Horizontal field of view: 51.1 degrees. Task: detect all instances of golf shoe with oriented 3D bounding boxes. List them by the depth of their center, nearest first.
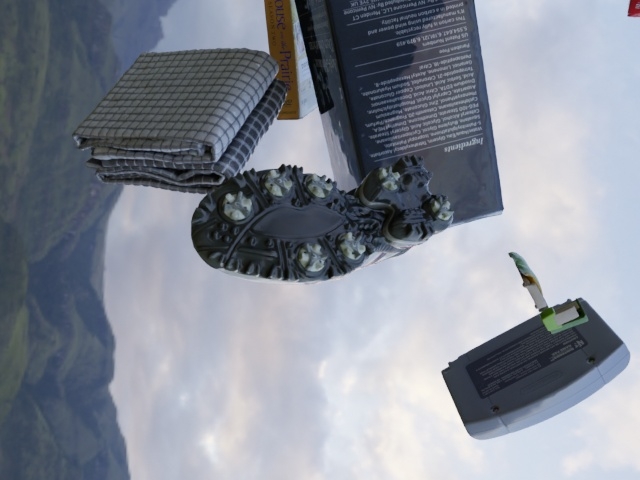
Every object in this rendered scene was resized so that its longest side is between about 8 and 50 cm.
[{"bbox_3d":[0.000,0.000,0.598,0.120,0.272,0.105,-42,-115,45],"label":"golf shoe"}]

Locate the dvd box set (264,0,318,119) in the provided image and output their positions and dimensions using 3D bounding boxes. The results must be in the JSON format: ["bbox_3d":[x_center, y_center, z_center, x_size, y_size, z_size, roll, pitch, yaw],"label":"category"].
[{"bbox_3d":[-0.041,-0.490,1.397,0.308,0.062,0.421,-56,145,-62],"label":"dvd box set"}]

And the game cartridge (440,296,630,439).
[{"bbox_3d":[0.364,0.222,1.155,0.294,0.060,0.196,-30,-160,8],"label":"game cartridge"}]

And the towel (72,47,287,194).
[{"bbox_3d":[-0.217,-0.187,1.061,0.283,0.121,0.235,5,-130,27],"label":"towel"}]

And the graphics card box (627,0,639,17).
[{"bbox_3d":[0.702,-0.578,1.180,0.371,0.232,0.094,80,28,-45],"label":"graphics card box"}]

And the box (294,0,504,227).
[{"bbox_3d":[0.116,-0.234,1.077,0.293,0.211,0.396,-124,-160,-73],"label":"box"}]

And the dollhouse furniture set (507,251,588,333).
[{"bbox_3d":[0.334,0.074,0.971,0.058,0.152,0.076,-27,-146,16],"label":"dollhouse furniture set"}]
